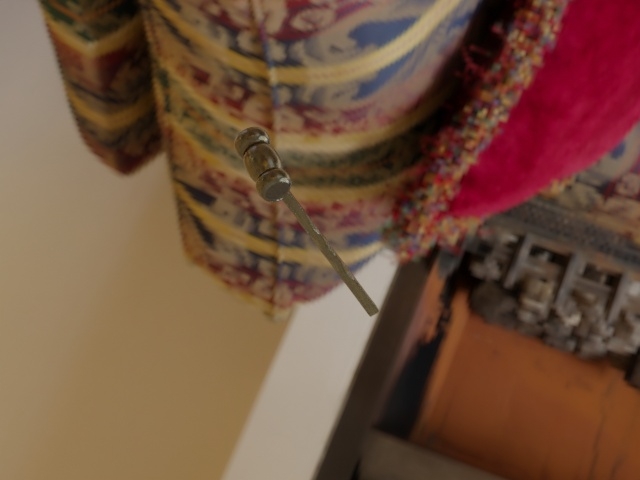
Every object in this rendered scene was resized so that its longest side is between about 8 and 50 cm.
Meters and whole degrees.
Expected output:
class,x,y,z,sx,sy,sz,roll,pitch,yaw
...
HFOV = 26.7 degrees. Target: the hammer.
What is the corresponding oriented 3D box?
class,x,y,z,sx,sy,sz,roll,pitch,yaw
hammer,0.000,0.000,1.126,0.029,0.058,0.292,-29,147,5
